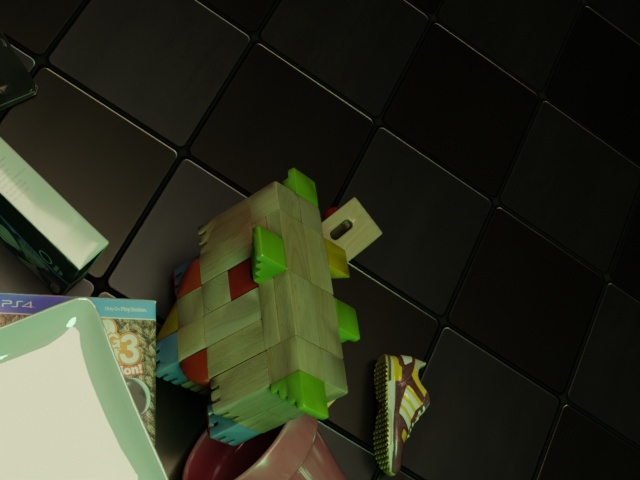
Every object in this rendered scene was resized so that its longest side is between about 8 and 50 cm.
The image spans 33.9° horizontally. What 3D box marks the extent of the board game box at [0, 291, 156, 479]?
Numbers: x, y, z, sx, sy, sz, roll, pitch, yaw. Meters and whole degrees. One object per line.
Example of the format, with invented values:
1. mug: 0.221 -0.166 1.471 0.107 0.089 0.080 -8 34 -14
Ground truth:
1. board game box: -0.340 0.227 1.365 0.232 0.141 0.291 4 72 -23

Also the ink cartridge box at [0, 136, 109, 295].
1. ink cartridge box: -0.435 -0.073 1.409 0.333 0.165 0.065 46 63 -3

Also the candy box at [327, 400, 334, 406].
1. candy box: -0.062 0.187 1.550 0.187 0.053 0.109 49 61 -1

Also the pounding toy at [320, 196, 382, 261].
1. pounding toy: 0.000 0.000 1.594 0.141 0.130 0.100 -38 90 -28

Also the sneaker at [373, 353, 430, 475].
1. sneaker: 0.129 0.265 1.598 0.083 0.069 0.186 7 71 -16

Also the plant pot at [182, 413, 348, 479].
1. plant pot: -0.058 0.326 1.439 0.180 0.201 0.201 49 60 -20

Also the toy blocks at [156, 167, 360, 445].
1. toy blocks: -0.112 0.111 1.403 0.190 0.261 0.381 32 38 -43

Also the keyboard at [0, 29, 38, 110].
1. keyboard: -0.502 -0.269 1.525 0.108 0.023 0.180 -32 87 -35

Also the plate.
1. plate: -0.353 0.238 1.249 0.278 0.045 0.277 -21 82 -27
